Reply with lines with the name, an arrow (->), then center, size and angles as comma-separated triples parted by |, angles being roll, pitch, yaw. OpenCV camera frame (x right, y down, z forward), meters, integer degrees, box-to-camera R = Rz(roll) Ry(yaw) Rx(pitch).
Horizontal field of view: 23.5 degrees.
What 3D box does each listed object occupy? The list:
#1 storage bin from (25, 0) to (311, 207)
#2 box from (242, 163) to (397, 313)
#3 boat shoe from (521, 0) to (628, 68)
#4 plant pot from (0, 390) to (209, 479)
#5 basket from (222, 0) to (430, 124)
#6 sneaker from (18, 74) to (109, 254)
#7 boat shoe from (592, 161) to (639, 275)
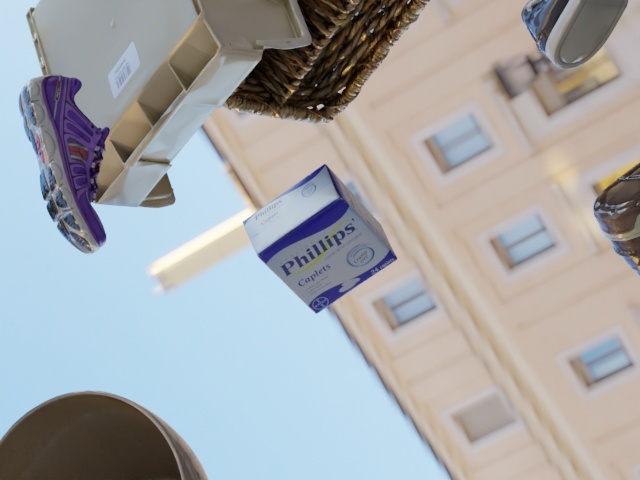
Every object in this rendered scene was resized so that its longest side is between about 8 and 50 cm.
storage bin -> -0.156, -0.205, 1.519 | 0.123, 0.262, 0.260 | 5, -127, -39
box -> 0.000, 0.000, 1.840 | 0.137, 0.126, 0.072 | 45, -165, -41
boat shoe -> 0.215, -0.229, 1.149 | 0.075, 0.206, 0.065 | 3, -143, -42
plant pot -> -0.229, 0.327, 1.769 | 0.191, 0.284, 0.284 | 29, -143, -60
basket -> -0.041, -0.274, 1.810 | 0.223, 0.299, 0.213 | 49, -139, 8
sneaker -> -0.219, -0.073, 1.394 | 0.068, 0.071, 0.170 | 149, 106, -67
boat shoe -> 0.356, -0.060, 1.317 | 0.095, 0.257, 0.095 | 57, 179, -21
